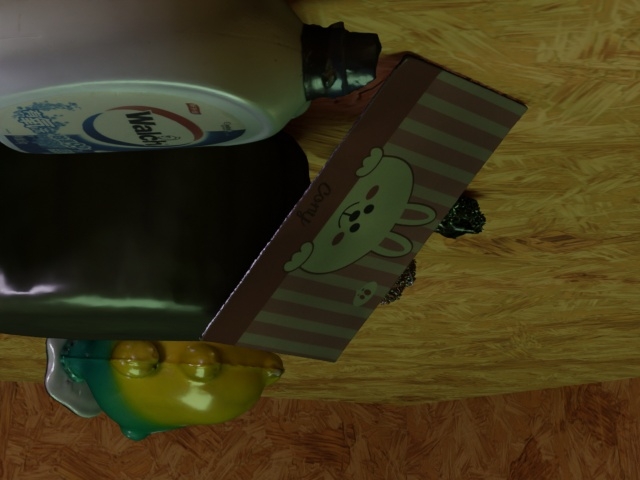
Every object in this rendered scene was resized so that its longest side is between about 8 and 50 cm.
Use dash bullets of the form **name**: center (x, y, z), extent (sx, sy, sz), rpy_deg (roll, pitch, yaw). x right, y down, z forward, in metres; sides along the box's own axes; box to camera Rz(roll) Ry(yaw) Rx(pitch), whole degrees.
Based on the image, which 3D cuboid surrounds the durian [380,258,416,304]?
- **durian**: center (0.084, 0.043, 2.195), extent (0.080, 0.080, 0.091), rpy_deg (-2, 179, 11)

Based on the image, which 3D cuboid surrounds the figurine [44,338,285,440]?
- **figurine**: center (-0.227, 0.183, 2.559), extent (0.340, 0.232, 0.323), rpy_deg (-2, 172, 43)

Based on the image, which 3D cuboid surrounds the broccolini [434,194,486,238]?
- **broccolini**: center (0.060, -0.034, 1.931), extent (0.254, 0.071, 0.057), rpy_deg (4, -152, 20)

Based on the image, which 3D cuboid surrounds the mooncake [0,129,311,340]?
- **mooncake**: center (-0.177, -0.011, 1.596), extent (0.356, 0.194, 0.356), rpy_deg (2, 172, 0)

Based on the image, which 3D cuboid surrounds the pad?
- **pad**: center (0.041, -0.017, 1.479), extent (0.202, 0.300, 0.005), rpy_deg (15, -153, -53)

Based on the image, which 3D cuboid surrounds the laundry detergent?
- **laundry detergent**: center (-0.095, -0.120, 1.240), extent (0.280, 0.105, 0.215), rpy_deg (-2, 169, 5)
